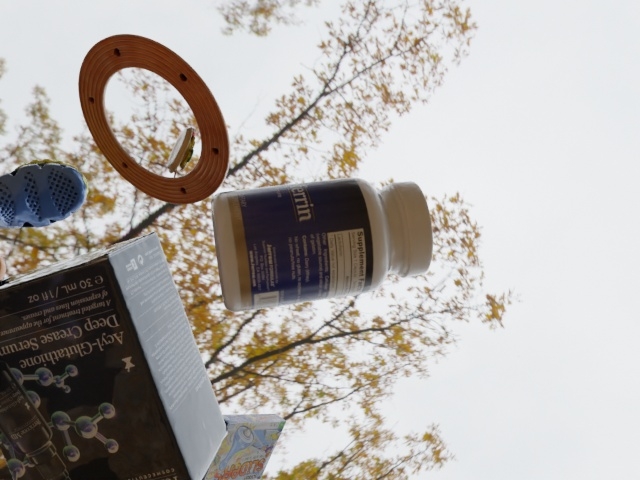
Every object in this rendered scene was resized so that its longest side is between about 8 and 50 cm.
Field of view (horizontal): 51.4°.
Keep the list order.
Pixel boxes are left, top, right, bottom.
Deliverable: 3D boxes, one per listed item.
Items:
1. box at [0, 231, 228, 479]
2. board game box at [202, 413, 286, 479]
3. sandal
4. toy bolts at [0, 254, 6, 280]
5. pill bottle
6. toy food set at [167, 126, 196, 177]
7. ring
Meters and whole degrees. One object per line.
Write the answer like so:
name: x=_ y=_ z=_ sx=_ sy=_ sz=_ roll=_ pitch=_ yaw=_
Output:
box: x=-0.374 y=0.225 z=1.116 sx=0.293 sy=0.212 sz=0.395 roll=-17 pitch=-81 yaw=10
board game box: x=-0.160 y=0.412 z=1.317 sx=0.035 sy=0.201 sz=0.136 roll=25 pitch=-88 yaw=33
sandal: x=-0.571 y=-0.059 z=1.172 sx=0.317 sy=0.138 sz=0.126 roll=-14 pitch=-70 yaw=-5
toy bolts: x=-0.809 y=0.149 z=1.539 sx=0.218 sy=0.158 sz=0.228 roll=-30 pitch=-95 yaw=-19
pill bottle: x=0.000 y=0.000 z=0.852 sx=0.264 sy=0.153 sz=0.153 roll=-7 pitch=-103 yaw=-11
toy food set: x=-0.218 y=-0.139 z=1.047 sx=0.083 sy=0.020 sz=0.083 roll=-37 pitch=-144 yaw=47
ring: x=-0.305 y=-0.217 z=1.229 sx=0.336 sy=0.032 sz=0.337 roll=16 pitch=-51 yaw=20
